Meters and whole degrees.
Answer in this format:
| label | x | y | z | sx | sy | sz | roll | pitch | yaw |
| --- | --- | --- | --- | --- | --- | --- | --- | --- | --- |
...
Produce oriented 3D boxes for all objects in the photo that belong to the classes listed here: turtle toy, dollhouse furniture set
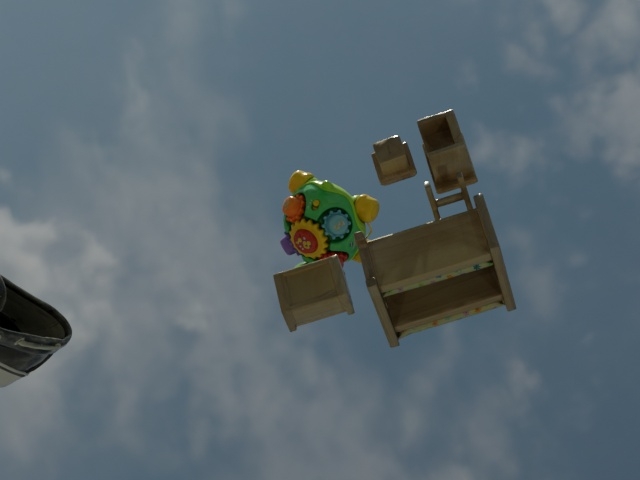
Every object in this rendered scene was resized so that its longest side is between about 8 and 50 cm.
| label | x | y | z | sx | sy | sz | roll | pitch | yaw |
| --- | --- | --- | --- | --- | --- | --- | --- | --- | --- |
| turtle toy | 0.000 | 0.000 | 1.632 | 0.095 | 0.066 | 0.130 | 21 | -52 | 23 |
| dollhouse furniture set | 0.052 | 0.000 | 1.447 | 0.181 | 0.101 | 0.161 | -17 | -129 | 4 |

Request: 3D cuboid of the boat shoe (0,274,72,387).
| label | x | y | z | sx | sy | sz | roll | pitch | yaw |
| --- | --- | --- | --- | --- | --- | --- | --- | --- | --- |
| boat shoe | -0.256 | 0.036 | 1.201 | 0.070 | 0.219 | 0.078 | -28 | -120 | 16 |
